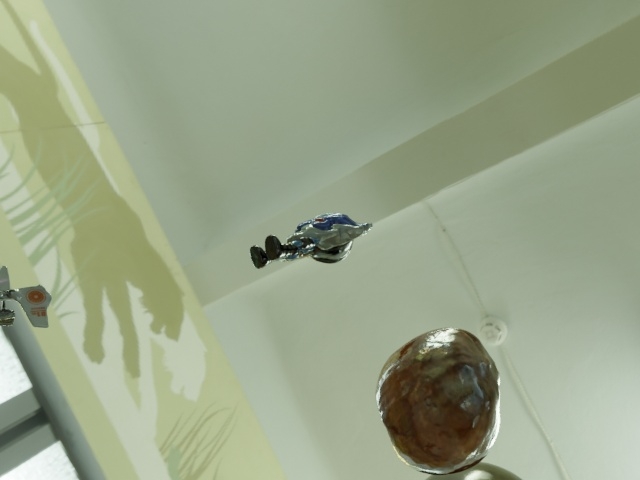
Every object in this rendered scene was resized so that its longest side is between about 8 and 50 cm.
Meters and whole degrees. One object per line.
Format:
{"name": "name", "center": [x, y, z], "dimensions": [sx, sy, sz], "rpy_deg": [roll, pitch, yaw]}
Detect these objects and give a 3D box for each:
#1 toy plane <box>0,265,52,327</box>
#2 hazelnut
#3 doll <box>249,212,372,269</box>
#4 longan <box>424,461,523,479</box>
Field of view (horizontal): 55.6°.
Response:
{"name": "toy plane", "center": [-0.350, 0.053, 0.549], "dimensions": [0.053, 0.197, 0.078], "rpy_deg": [-58, -137, 39]}
{"name": "hazelnut", "center": [0.134, 0.170, 0.654], "dimensions": [0.143, 0.154, 0.143], "rpy_deg": [2, -56, 3]}
{"name": "doll", "center": [0.000, 0.000, 0.823], "dimensions": [0.096, 0.195, 0.070], "rpy_deg": [-19, -94, 51]}
{"name": "longan", "center": [0.230, 0.459, 0.910], "dimensions": [0.258, 0.258, 0.258], "rpy_deg": [9, -71, 27]}
